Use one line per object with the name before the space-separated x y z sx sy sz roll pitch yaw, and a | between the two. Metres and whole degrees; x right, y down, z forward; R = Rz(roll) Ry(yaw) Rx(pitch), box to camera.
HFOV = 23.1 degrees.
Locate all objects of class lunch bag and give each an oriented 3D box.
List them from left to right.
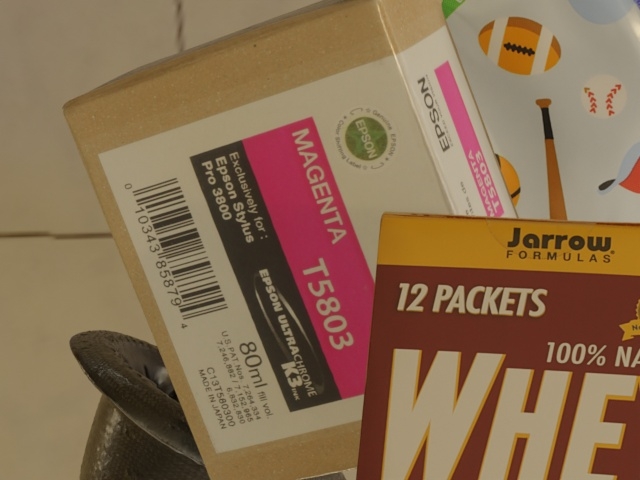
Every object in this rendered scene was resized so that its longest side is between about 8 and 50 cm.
lunch bag | 0.148 -0.042 1.139 0.328 0.239 0.385 -31 121 16

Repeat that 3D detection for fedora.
fedora | -0.132 0.215 1.474 0.334 0.334 0.152 31 91 24

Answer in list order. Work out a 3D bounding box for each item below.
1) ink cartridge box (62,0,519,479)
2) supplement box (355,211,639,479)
ink cartridge box | 0.000 0.000 0.822 0.193 0.088 0.235 -17 101 26
supplement box | 0.090 0.111 0.602 0.129 0.194 0.191 2 71 11
